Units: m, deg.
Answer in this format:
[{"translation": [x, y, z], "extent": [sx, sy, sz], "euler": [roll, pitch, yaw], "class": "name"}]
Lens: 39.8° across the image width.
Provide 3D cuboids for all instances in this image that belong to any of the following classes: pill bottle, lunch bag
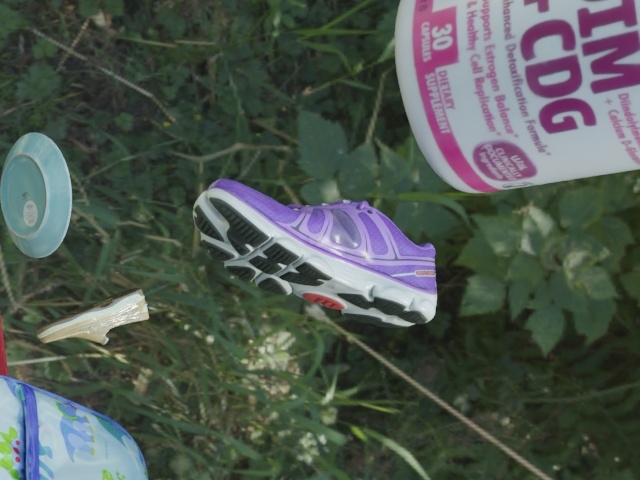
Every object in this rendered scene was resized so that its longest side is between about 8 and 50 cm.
[{"translation": [0.202, -0.124, 0.527], "extent": [0.160, 0.283, 0.160], "euler": [15, 71, -52], "class": "pill bottle"}, {"translation": [-0.190, 0.208, 0.596], "extent": [0.176, 0.090, 0.219], "euler": [40, 22, -41], "class": "lunch bag"}]

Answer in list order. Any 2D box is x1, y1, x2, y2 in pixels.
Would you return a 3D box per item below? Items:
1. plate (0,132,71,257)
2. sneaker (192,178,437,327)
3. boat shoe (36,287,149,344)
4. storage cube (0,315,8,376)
[{"translation": [-0.433, -0.067, 1.312], "extent": [0.024, 0.188, 0.188], "euler": [-4, 96, -50], "class": "plate"}, {"translation": [0.000, 0.000, 0.548], "extent": [0.170, 0.068, 0.071], "euler": [24, 62, -27], "class": "sneaker"}, {"translation": [-0.382, 0.145, 1.505], "extent": [0.190, 0.068, 0.072], "euler": [-20, 100, -20], "class": "boat shoe"}, {"translation": [-0.543, 0.238, 1.255], "extent": [0.184, 0.193, 0.215], "euler": [-1, 129, -26], "class": "storage cube"}]
